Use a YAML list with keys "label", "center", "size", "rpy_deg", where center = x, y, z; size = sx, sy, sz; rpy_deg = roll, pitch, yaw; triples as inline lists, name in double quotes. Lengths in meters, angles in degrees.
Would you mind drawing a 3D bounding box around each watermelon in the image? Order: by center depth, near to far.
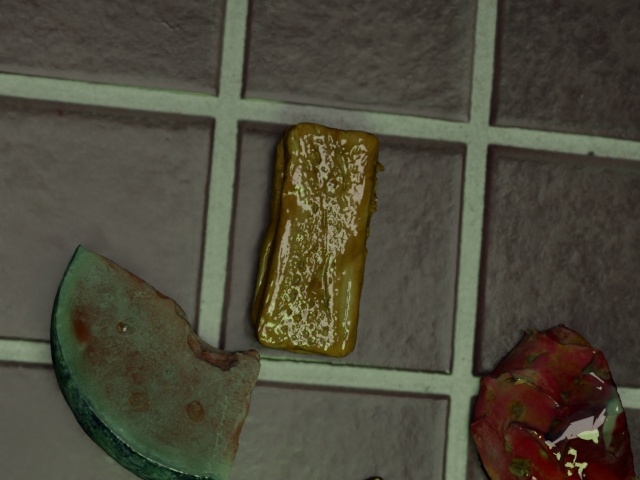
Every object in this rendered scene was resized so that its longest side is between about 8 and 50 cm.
- label: "watermelon"
  center: [-0.191, 0.153, 1.740]
  size: [0.226, 0.148, 0.318]
  rpy_deg: [-25, 76, -29]

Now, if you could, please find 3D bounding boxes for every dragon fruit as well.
- label: "dragon fruit"
  center: [0.270, 0.239, 1.793]
  size: [0.161, 0.126, 0.274]
  rpy_deg: [-13, 87, -11]

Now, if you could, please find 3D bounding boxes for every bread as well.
- label: "bread"
  center: [0.000, -0.001, 1.793]
  size: [0.139, 0.077, 0.271]
  rpy_deg: [8, 85, -13]

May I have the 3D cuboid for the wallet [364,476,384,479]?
- label: "wallet"
  center: [0.011, 0.348, 1.789]
  size: [0.176, 0.026, 0.095]
  rpy_deg: [-20, 86, -12]
